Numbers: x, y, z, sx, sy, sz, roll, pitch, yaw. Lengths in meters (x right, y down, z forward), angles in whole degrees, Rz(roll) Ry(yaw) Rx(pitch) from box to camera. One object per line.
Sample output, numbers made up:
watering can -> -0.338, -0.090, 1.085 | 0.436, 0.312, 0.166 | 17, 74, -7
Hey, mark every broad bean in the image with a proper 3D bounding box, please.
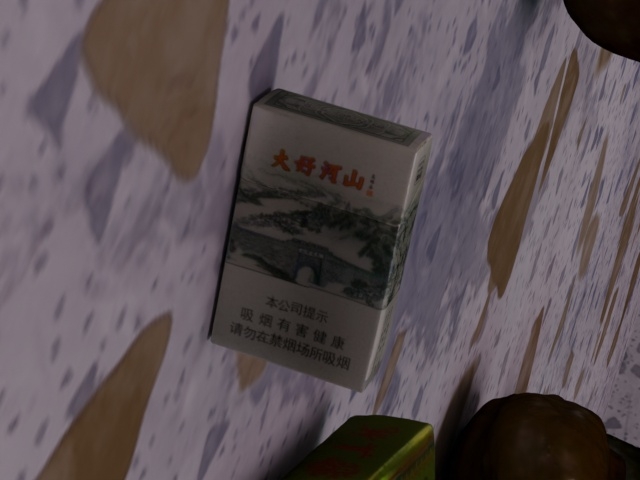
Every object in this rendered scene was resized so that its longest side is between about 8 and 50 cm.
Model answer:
broad bean -> 0.143, 0.182, 1.242 | 0.228, 0.122, 0.156 | 43, 64, -77

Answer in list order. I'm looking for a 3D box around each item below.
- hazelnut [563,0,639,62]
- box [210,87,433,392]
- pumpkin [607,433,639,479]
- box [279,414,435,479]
hazelnut -> 0.224, -0.202, 0.987 | 0.234, 0.218, 0.218 | -35, 145, -39
box -> 0.000, 0.000, 0.559 | 0.024, 0.054, 0.083 | -42, 146, -62
pumpkin -> 0.237, 0.310, 1.463 | 0.256, 0.225, 0.303 | 108, -11, -47
box -> -0.001, 0.244, 0.743 | 0.173, 0.043, 0.311 | -29, 123, -66
